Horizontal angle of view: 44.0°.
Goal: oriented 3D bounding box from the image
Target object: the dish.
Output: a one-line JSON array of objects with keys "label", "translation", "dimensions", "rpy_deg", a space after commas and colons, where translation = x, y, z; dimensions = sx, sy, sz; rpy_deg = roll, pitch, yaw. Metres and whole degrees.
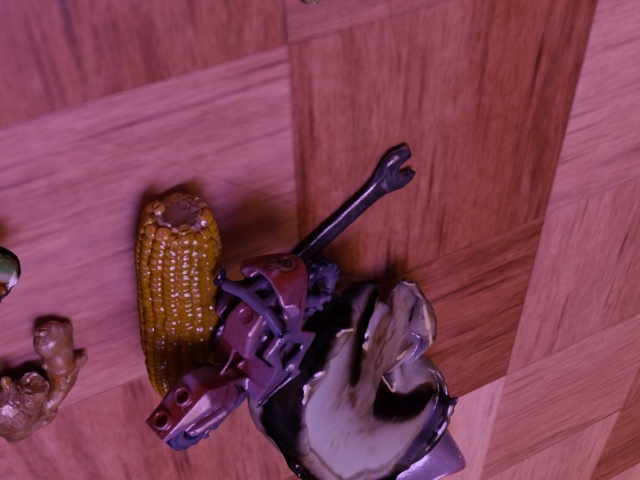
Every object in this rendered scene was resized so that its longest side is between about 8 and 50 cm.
[{"label": "dish", "translation": [0.107, 0.293, 1.110], "dimensions": [0.151, 0.077, 0.212], "rpy_deg": [-33, 140, -1]}]

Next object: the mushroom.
[{"label": "mushroom", "translation": [0.033, 0.150, 0.883], "dimensions": [0.248, 0.130, 0.344], "rpy_deg": [-59, 145, -4]}]

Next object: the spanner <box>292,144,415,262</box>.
[{"label": "spanner", "translation": [0.000, 0.000, 0.795], "dimensions": [0.254, 0.015, 0.054], "rpy_deg": [-43, 141, 8]}]

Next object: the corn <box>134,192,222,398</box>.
[{"label": "corn", "translation": [-0.125, 0.059, 0.716], "dimensions": [0.080, 0.080, 0.238], "rpy_deg": [-14, 132, -24]}]

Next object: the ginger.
[{"label": "ginger", "translation": [-0.299, 0.130, 0.681], "dimensions": [0.193, 0.052, 0.176], "rpy_deg": [-25, 134, -14]}]

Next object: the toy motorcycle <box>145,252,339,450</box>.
[{"label": "toy motorcycle", "translation": [-0.067, 0.087, 0.670], "dimensions": [0.212, 0.084, 0.118], "rpy_deg": [-49, 157, -6]}]

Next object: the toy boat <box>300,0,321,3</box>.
[{"label": "toy boat", "translation": [0.060, -0.248, 0.544], "dimensions": [0.276, 0.084, 0.111], "rpy_deg": [-24, 137, -12]}]

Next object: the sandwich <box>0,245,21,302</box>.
[{"label": "sandwich", "translation": [-0.321, 0.078, 0.562], "dimensions": [0.235, 0.079, 0.159], "rpy_deg": [-48, 133, -23]}]
